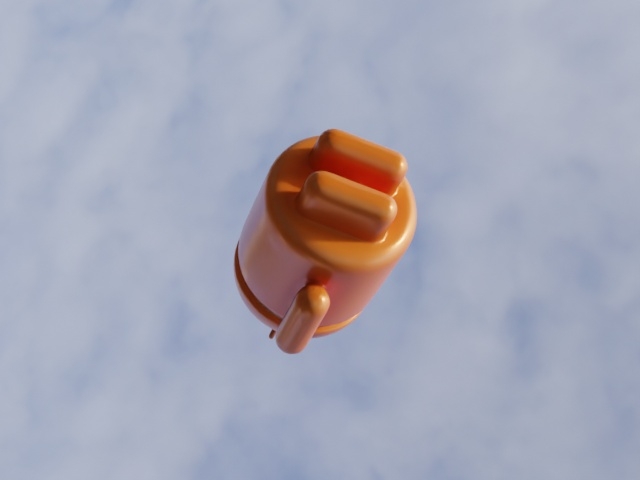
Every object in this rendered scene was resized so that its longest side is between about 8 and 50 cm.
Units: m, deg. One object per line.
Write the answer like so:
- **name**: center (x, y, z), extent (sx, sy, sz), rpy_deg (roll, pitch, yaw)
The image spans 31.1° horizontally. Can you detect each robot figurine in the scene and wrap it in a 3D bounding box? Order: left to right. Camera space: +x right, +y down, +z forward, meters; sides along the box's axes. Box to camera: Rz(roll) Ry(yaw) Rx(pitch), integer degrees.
- **robot figurine**: center (0.001, -0.001, 0.943), extent (0.158, 0.128, 0.219), rpy_deg (64, -28, 21)
